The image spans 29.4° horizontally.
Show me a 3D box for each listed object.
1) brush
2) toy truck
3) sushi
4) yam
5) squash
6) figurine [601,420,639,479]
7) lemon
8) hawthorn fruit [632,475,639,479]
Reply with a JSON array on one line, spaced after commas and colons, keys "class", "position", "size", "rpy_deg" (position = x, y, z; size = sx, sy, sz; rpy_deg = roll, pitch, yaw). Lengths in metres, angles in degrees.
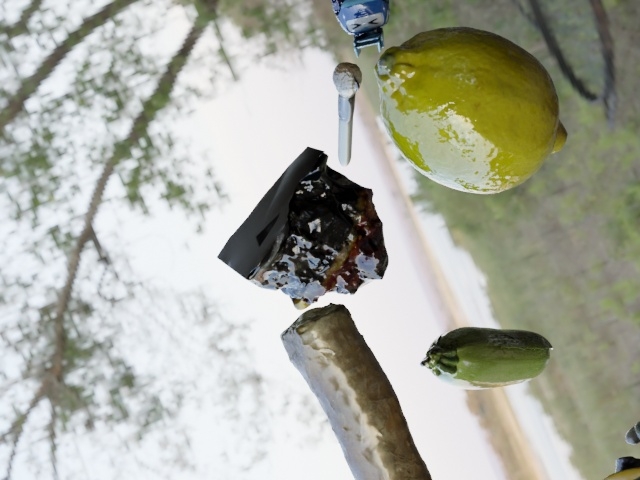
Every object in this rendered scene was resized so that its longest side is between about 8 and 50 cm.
[{"class": "brush", "position": [0.040, -0.177, 1.813], "size": [0.299, 0.042, 0.039], "rpy_deg": [86, -178, -65]}, {"class": "toy truck", "position": [0.046, -0.240, 1.313], "size": [0.136, 0.063, 0.074], "rpy_deg": [-69, -34, -76]}, {"class": "sushi", "position": [0.000, 0.000, 1.465], "size": [0.150, 0.172, 0.153], "rpy_deg": [34, 178, -20]}, {"class": "yam", "position": [0.075, 0.221, 1.144], "size": [0.357, 0.081, 0.081], "rpy_deg": [59, -176, 1]}, {"class": "squash", "position": [0.214, 0.159, 1.665], "size": [0.341, 0.094, 0.094], "rpy_deg": [4, -120, -54]}, {"class": "figurine", "position": [0.494, 0.344, 1.709], "size": [0.192, 0.257, 0.167], "rpy_deg": [37, 161, -5]}, {"class": "lemon", "position": [0.162, -0.148, 1.368], "size": [0.248, 0.184, 0.184], "rpy_deg": [21, -155, -21]}, {"class": "hawthorn fruit", "position": [0.390, 0.367, 1.304], "size": [0.250, 0.215, 0.215], "rpy_deg": [59, -172, -38]}]
